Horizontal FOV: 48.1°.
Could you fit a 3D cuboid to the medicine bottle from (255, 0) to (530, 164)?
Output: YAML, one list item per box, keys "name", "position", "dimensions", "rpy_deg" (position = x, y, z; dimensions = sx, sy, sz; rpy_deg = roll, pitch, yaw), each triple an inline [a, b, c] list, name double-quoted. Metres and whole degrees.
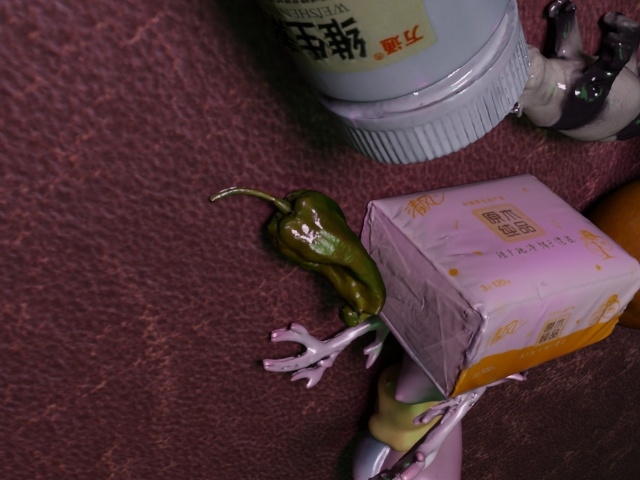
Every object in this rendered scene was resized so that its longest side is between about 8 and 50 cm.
- name: "medicine bottle"
  position: [0.017, -0.199, 0.423]
  dimensions: [0.158, 0.158, 0.318]
  rpy_deg: [-39, 140, -2]

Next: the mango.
- name: "mango"
  position: [0.455, 0.003, 0.936]
  dimensions: [0.317, 0.173, 0.211]
  rpy_deg: [-20, 136, -39]

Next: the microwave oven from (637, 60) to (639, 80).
- name: "microwave oven"
  position: [0.481, -0.136, 0.769]
  dimensions: [0.145, 0.240, 0.194]
  rpy_deg: [-43, 140, 5]

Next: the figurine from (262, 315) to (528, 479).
- name: "figurine"
  position: [0.101, 0.204, 0.828]
  dimensions: [0.284, 0.206, 0.316]
  rpy_deg: [-26, 134, -32]

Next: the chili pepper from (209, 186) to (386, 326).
- name: "chili pepper"
  position: [0.001, 0.002, 0.652]
  dimensions: [0.204, 0.072, 0.073]
  rpy_deg: [49, 65, -38]

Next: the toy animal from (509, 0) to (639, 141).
- name: "toy animal"
  position: [0.258, -0.158, 0.702]
  dimensions: [0.225, 0.094, 0.121]
  rpy_deg: [-1, 135, -38]

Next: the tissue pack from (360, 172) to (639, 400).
- name: "tissue pack"
  position: [0.176, 0.034, 0.734]
  dimensions: [0.225, 0.185, 0.124]
  rpy_deg: [-11, 131, -31]
